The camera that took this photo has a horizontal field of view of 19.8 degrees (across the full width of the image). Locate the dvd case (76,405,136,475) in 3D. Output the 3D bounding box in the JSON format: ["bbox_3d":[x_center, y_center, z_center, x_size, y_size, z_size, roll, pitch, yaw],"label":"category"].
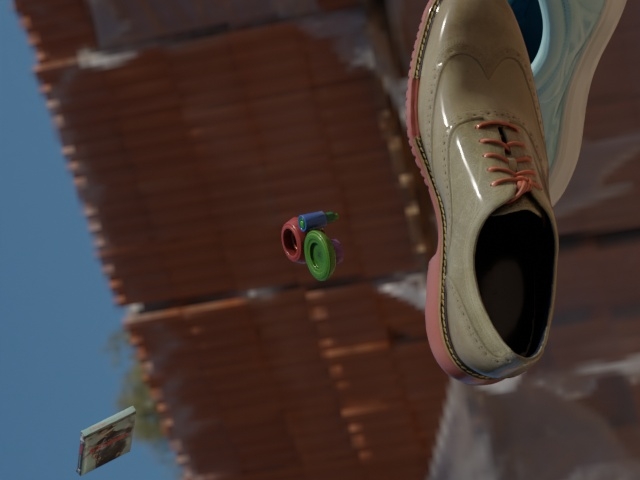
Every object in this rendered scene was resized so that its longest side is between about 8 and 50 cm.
[{"bbox_3d":[-0.309,0.290,2.639,0.013,0.087,0.119,52,150,25],"label":"dvd case"}]

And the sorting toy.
[{"bbox_3d":[0.000,0.000,1.846,0.102,0.042,0.061,30,127,54],"label":"sorting toy"}]

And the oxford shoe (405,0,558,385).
[{"bbox_3d":[0.153,-0.056,1.530,0.130,0.123,0.348,161,104,-70],"label":"oxford shoe"}]

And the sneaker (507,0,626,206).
[{"bbox_3d":[0.197,-0.162,1.921,0.135,0.150,0.366,44,134,40],"label":"sneaker"}]
